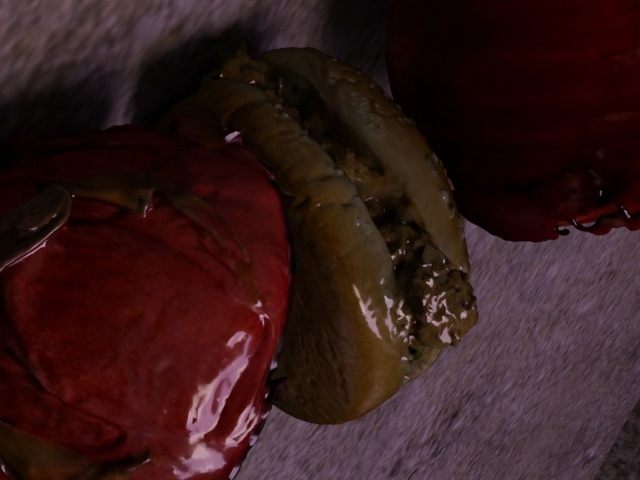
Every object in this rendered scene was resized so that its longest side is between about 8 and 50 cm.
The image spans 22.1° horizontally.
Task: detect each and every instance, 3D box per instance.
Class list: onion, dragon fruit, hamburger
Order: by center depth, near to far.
[{"bbox_3d":[-0.132,0.035,0.742,0.148,0.218,0.224,21,147,-37],"label":"dragon fruit"},{"bbox_3d":[0.000,0.000,0.876,0.122,0.215,0.189,-27,144,-31],"label":"hamburger"},{"bbox_3d":[0.201,-0.144,0.956,0.341,0.341,0.341,-43,155,-25],"label":"onion"}]
